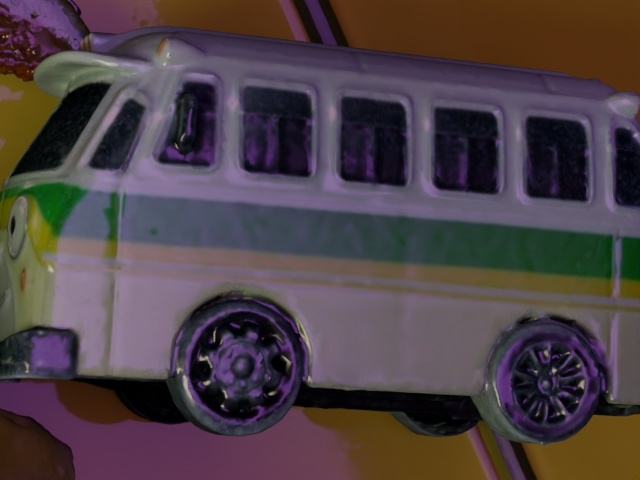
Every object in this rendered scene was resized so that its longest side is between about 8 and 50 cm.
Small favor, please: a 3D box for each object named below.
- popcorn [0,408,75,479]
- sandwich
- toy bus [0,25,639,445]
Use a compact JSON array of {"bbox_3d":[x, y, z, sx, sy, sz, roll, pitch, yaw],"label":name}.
[{"bbox_3d":[-0.165,0.147,0.668,0.286,0.174,0.225,41,29,11],"label":"popcorn"},{"bbox_3d":[-0.166,-0.090,0.781,0.135,0.029,0.067,-16,90,-19],"label":"sandwich"},{"bbox_3d":[0.000,0.000,0.777,0.276,0.133,0.165,6,85,-20],"label":"toy bus"}]
